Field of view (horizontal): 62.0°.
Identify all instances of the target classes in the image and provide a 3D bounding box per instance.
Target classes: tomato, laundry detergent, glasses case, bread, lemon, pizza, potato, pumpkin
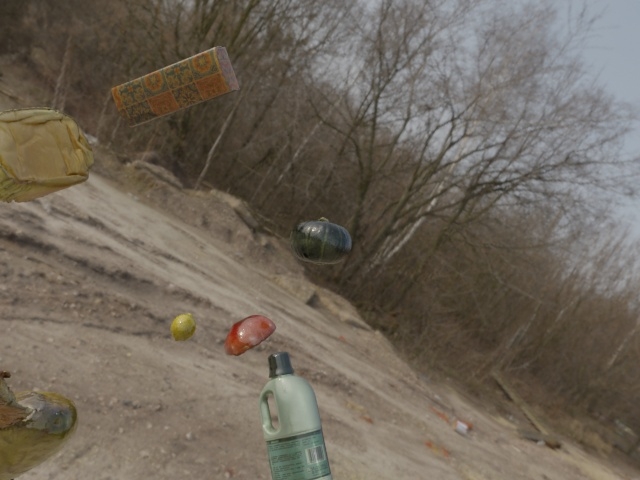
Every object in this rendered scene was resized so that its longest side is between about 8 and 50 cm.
[{"bbox_3d":[-0.205,0.250,1.459,0.069,0.155,0.155,63,-1,-6],"label":"tomato"},{"bbox_3d":[-0.050,0.298,0.883,0.070,0.099,0.226,27,47,-67],"label":"laundry detergent"},{"bbox_3d":[-0.255,-0.265,0.930,0.049,0.218,0.075,-50,124,-65],"label":"glasses case"},{"bbox_3d":[-0.606,-0.174,1.107,0.133,0.179,0.250,-9,14,25],"label":"bread"},{"bbox_3d":[-0.353,0.224,1.375,0.062,0.083,0.062,16,-34,11],"label":"lemon"},{"bbox_3d":[-0.675,0.297,1.041,0.182,0.074,0.365,5,-39,-5],"label":"pizza"},{"bbox_3d":[-0.703,0.446,1.274,0.229,0.266,0.229,47,26,-31],"label":"potato"},{"bbox_3d":[0.000,0.003,1.421,0.167,0.125,0.167,2,14,-1],"label":"pumpkin"}]
